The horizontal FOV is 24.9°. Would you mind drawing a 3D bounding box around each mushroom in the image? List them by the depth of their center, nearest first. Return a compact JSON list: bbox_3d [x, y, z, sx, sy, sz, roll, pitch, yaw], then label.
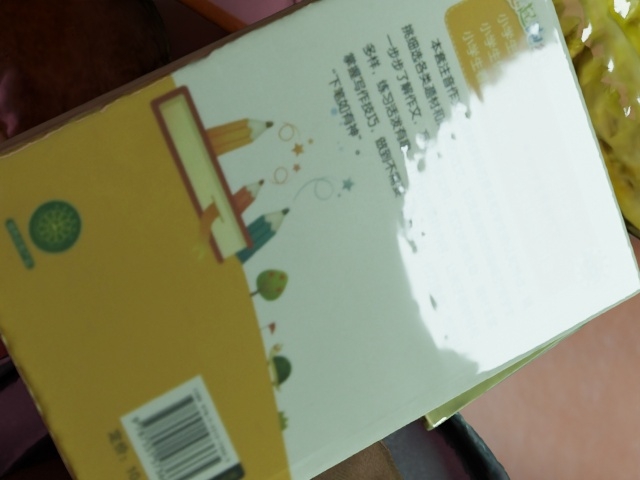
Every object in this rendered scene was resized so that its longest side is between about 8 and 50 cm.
[{"bbox_3d":[-0.242,-0.080,0.781,0.302,0.233,0.208,-30,117,13],"label":"mushroom"}]

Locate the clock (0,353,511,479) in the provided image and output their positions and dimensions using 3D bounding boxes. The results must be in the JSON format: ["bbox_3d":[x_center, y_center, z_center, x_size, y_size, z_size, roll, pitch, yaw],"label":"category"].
[{"bbox_3d":[-0.069,0.221,0.811,0.386,0.076,0.386,0,86,-7],"label":"clock"}]

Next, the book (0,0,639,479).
[{"bbox_3d":[0.000,0.000,0.660,0.295,0.020,0.208,-27,110,-15],"label":"book"}]

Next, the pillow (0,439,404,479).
[{"bbox_3d":[-0.070,0.239,0.712,0.305,0.108,0.307,-22,82,-7],"label":"pillow"}]

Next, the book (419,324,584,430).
[{"bbox_3d":[0.070,-0.010,0.835,0.168,0.013,0.192,-29,86,-34],"label":"book"}]

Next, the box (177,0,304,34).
[{"bbox_3d":[-0.050,-0.269,0.738,0.283,0.214,0.259,32,101,4],"label":"box"}]

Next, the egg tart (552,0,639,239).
[{"bbox_3d":[0.281,-0.176,0.813,0.443,0.178,0.443,-2,96,-22],"label":"egg tart"}]
